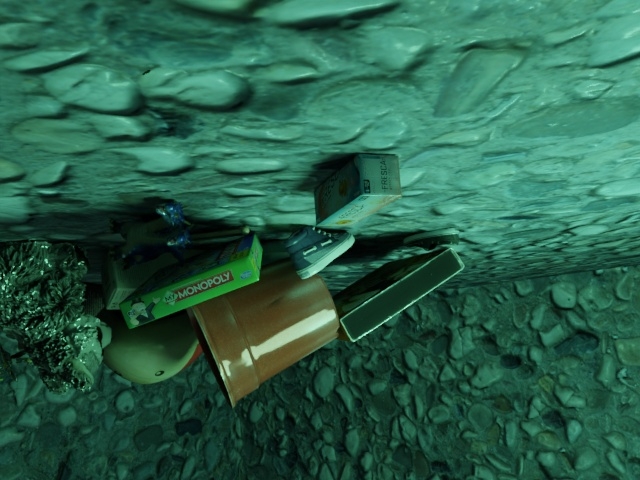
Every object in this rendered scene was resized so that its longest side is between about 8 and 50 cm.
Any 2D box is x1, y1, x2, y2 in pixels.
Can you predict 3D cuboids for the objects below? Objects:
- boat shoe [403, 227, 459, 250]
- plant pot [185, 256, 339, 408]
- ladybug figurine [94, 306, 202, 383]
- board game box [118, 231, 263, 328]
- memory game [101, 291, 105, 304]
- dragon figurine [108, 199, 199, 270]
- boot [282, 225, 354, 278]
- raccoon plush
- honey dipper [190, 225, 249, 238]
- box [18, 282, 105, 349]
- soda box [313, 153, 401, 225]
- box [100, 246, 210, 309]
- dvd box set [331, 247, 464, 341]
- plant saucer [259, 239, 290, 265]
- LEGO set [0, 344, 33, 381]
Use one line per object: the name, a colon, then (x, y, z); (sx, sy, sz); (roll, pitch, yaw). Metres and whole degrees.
boat shoe: (0.252, 0.002, 1.383); (0.142, 0.040, 0.049); (-13, 167, 40)
plant pot: (-0.120, 0.168, 1.267); (0.265, 0.272, 0.272); (-23, 175, -17)
ladybug figurine: (-0.400, 0.222, 1.525); (0.305, 0.161, 0.449); (0, -165, 6)
board game box: (-0.211, 0.060, 1.073); (0.214, 0.046, 0.317); (-22, -172, -2)
memory game: (-0.457, 0.117, 1.512); (0.186, 0.012, 0.186); (-9, -154, 4)
dragon figurine: (-0.274, 0.002, 1.036); (0.144, 0.085, 0.289); (-3, 168, -6)
boot: (0.000, 0.000, 1.222); (0.069, 0.086, 0.190); (-24, -172, 35)
raccoon plush: (-0.632, 0.164, 1.180); (0.447, 0.298, 0.216); (1, 169, -27)
honey dipper: (-0.217, -0.012, 1.155); (0.161, 0.030, 0.030); (-8, 170, -3)
box: (-0.728, 0.231, 1.824); (0.143, 0.191, 0.381); (-6, 169, 10)
soda box: (0.048, -0.067, 0.862); (0.063, 0.058, 0.183); (-1, 168, -20)
box: (-0.332, 0.084, 1.336); (0.275, 0.113, 0.094); (4, 142, -33)
dvd box set: (0.130, 0.134, 1.474); (0.308, 0.062, 0.420); (-31, -179, -14)
plant saucer: (-0.106, 0.027, 1.380); (0.195, 0.037, 0.195); (-5, 170, -1)
LEGO set: (-0.794, 0.185, 1.295); (0.255, 0.331, 0.192); (-22, 180, -25)
